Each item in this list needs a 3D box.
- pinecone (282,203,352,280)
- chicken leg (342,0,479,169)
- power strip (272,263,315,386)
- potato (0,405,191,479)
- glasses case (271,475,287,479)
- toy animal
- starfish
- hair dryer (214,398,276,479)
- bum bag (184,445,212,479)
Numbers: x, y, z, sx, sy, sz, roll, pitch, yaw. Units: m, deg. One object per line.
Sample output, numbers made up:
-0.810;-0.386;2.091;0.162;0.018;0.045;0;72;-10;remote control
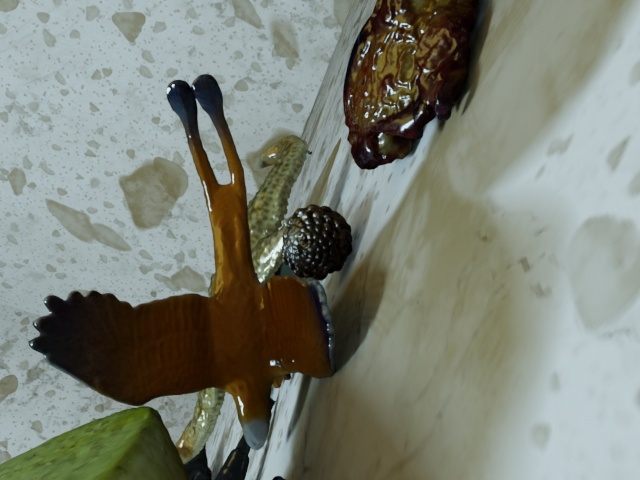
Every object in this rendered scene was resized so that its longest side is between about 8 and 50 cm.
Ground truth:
0.000;0.000;0.591;0.083;0.077;0.077;-14;-50;-61;pinecone
0.088;-0.179;0.418;0.177;0.083;0.322;-97;25;-54;chicken leg
-0.056;0.085;0.820;0.253;0.054;0.168;-105;38;-76;power strip
-0.142;0.279;0.376;0.330;0.280;0.212;-24;-2;38;potato
-0.041;0.233;0.472;0.033;0.023;0.083;-106;34;-68;glasses case
-0.101;0.044;0.591;0.302;0.225;0.284;79;-177;-51;toy animal
-0.120;0.071;0.836;0.324;0.082;0.432;-92;22;-59;starfish
-0.122;0.341;0.648;0.304;0.120;0.359;96;-165;-51;hair dryer
-0.247;0.469;1.079;0.144;0.095;0.340;-68;15;-6;bum bag
